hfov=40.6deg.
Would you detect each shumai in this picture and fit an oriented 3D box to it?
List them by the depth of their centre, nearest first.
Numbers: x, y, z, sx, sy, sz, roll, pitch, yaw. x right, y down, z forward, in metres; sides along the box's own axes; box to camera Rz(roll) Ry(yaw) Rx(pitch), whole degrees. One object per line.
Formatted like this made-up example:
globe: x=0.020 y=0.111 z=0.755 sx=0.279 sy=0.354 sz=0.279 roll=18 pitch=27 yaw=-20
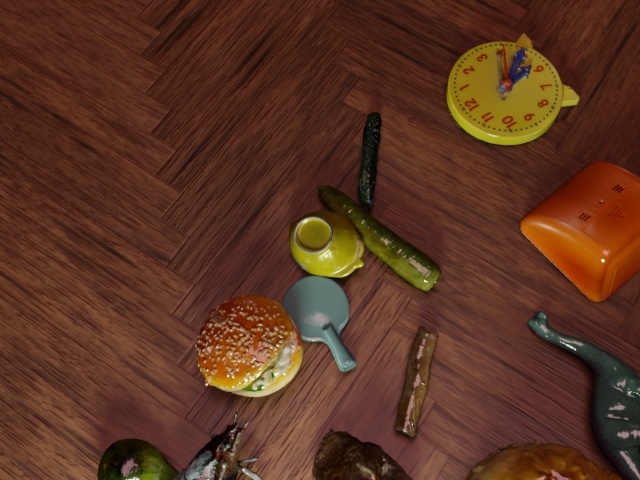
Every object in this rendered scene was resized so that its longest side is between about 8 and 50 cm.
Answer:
shumai: x=0.087 y=0.502 z=1.700 sx=0.185 sy=0.218 sz=0.184 roll=46 pitch=76 yaw=-21

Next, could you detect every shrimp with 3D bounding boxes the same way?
shrimp: x=-0.236 y=0.528 z=1.663 sx=0.221 sy=0.166 sz=0.410 roll=19 pitch=64 yaw=43

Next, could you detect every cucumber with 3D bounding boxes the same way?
cucumber: x=0.115 y=-0.188 z=2.028 sx=0.044 sy=0.043 sz=0.256 roll=2 pitch=64 yaw=10

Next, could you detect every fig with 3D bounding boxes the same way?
fig: x=-0.361 y=0.464 z=1.744 sx=0.156 sy=0.123 sz=0.123 roll=20 pitch=62 yaw=-33

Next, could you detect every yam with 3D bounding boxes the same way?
yam: x=0.203 y=0.293 z=1.815 sx=0.057 sy=0.057 sz=0.241 roll=13 pitch=67 yaw=8

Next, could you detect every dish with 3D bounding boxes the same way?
dish: x=0.000 y=0.000 z=1.910 sx=0.208 sy=0.080 sz=0.149 roll=26 pitch=85 yaw=28

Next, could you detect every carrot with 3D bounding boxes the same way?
carrot: x=0.123 y=-0.015 z=1.944 sx=0.358 sy=0.074 sz=0.074 roll=40 pitch=73 yaw=18

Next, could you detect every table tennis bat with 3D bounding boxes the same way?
table tennis bat: x=0.009 y=0.181 z=1.882 sx=0.149 sy=0.038 sz=0.237 roll=-26 pitch=64 yaw=-12

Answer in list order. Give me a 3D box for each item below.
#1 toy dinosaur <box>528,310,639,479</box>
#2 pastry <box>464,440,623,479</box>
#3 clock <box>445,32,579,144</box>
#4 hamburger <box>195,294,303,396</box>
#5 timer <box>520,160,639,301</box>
toy dinosaur: x=0.562 y=0.350 z=1.770 sx=0.331 sy=0.129 sz=0.383 roll=10 pitch=68 yaw=18
pastry: x=0.418 y=0.575 z=1.581 sx=0.410 sy=0.245 sz=0.409 roll=0 pitch=64 yaw=0
clock: x=0.448 y=-0.366 z=2.084 sx=0.293 sy=0.071 sz=0.277 roll=-35 pitch=70 yaw=-12
hamburger: x=-0.149 y=0.219 z=1.810 sx=0.237 sy=0.147 sz=0.237 roll=-1 pitch=63 yaw=3
timer: x=0.616 y=-0.044 z=1.924 sx=0.257 sy=0.161 sz=0.250 roll=-37 pitch=55 yaw=-13
